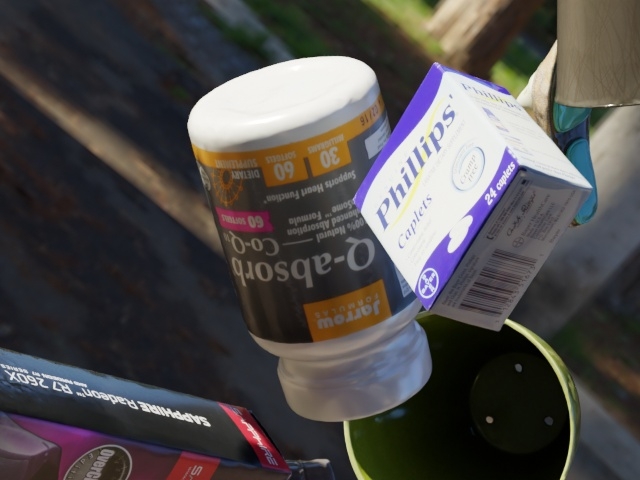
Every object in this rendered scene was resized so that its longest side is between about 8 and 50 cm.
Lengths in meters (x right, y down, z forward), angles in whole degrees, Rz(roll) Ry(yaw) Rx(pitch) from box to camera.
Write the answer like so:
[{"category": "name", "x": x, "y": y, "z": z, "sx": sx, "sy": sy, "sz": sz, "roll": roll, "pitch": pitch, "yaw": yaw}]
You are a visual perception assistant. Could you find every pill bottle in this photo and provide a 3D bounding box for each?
[{"category": "pill bottle", "x": 0.000, "y": 0.000, "z": 1.411, "sx": 0.162, "sy": 0.162, "sz": 0.279, "roll": -99, "pitch": 174, "yaw": -68}]

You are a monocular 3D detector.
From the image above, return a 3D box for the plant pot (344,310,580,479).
[{"category": "plant pot", "x": 0.205, "y": 0.211, "z": 2.071, "sx": 0.275, "sy": 0.275, "sz": 0.293, "roll": 45, "pitch": 14, "yaw": 14}]

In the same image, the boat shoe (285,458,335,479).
[{"category": "boat shoe", "x": 0.003, "y": 0.348, "z": 1.561, "sx": 0.132, "sy": 0.130, "sz": 0.355, "roll": -104, "pitch": 178, "yaw": -56}]

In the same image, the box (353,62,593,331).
[{"category": "box", "x": 0.102, "y": -0.031, "z": 1.173, "sx": 0.072, "sy": 0.126, "sz": 0.137, "roll": 15, "pitch": 27, "yaw": -34}]

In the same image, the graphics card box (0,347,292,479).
[{"category": "graphics card box", "x": -0.222, "y": 0.204, "z": 1.261, "sx": 0.371, "sy": 0.233, "sz": 0.094, "roll": 22, "pitch": 21, "yaw": -45}]

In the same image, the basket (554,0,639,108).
[{"category": "basket", "x": 0.268, "y": -0.238, "z": 1.348, "sx": 0.204, "sy": 0.227, "sz": 0.154, "roll": -16, "pitch": 16, "yaw": -26}]

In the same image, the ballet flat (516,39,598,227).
[{"category": "ballet flat", "x": 0.338, "y": -0.167, "z": 2.461, "sx": 0.106, "sy": 0.316, "sz": 0.107, "roll": 19, "pitch": 33, "yaw": 42}]
